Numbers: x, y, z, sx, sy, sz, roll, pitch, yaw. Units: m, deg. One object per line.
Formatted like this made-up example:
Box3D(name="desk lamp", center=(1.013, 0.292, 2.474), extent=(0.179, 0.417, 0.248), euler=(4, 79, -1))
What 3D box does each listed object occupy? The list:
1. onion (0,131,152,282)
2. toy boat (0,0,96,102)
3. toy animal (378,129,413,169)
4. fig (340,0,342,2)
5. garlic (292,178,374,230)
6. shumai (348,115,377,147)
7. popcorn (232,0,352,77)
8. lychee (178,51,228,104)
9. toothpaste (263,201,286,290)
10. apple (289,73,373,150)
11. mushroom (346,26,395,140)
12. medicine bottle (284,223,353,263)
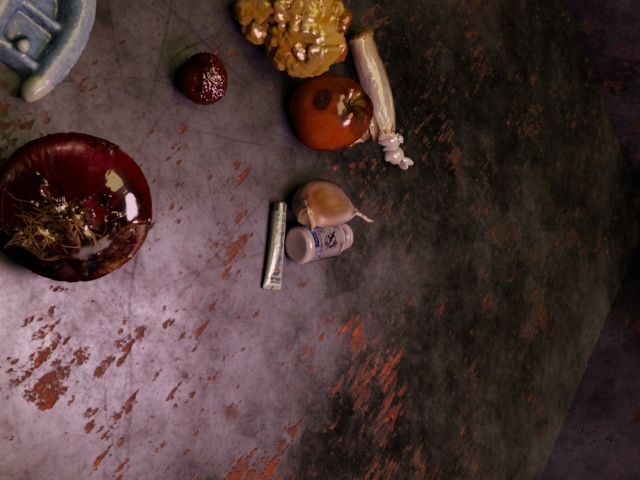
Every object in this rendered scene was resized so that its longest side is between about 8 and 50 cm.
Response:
Box3D(name="onion", center=(-0.486, -0.072, 1.426), extent=(0.314, 0.232, 0.314), euler=(-4, 116, -8))
Box3D(name="toy boat", center=(-0.565, -0.453, 1.451), extent=(0.215, 0.123, 0.330), euler=(40, 62, -35))
Box3D(name="toy animal", center=(0.239, -0.287, 2.285), extent=(0.071, 0.085, 0.124), euler=(-44, 125, -57))
Box3D(name="fig", center=(-0.052, -0.697, 1.989), extent=(0.257, 0.159, 0.159), euler=(-6, 92, -26))
Box3D(name="garlic", center=(0.026, -0.103, 2.004), extent=(0.266, 0.128, 0.148), euler=(-9, 86, -36))
Box3D(name="shumai", center=(0.103, -0.343, 2.134), extent=(0.116, 0.145, 0.145), euler=(-24, 109, -3))
Box3D(name="popcorn", center=(-0.066, -0.570, 1.868), extent=(0.332, 0.265, 0.225), euler=(20, 31, -20))
Box3D(name="lychee", center=(-0.281, -0.397, 1.737), extent=(0.123, 0.123, 0.129), euler=(51, 46, -30))
Box3D(name="toothpaste", center=(-0.120, 0.015, 1.927), extent=(0.062, 0.039, 0.239), euler=(9, 83, -40))
Box3D(name="apple", center=(0.035, -0.360, 1.985), extent=(0.230, 0.230, 0.230), euler=(4, 85, -45))
Box3D(name="mushroom", center=(0.161, -0.480, 2.196), extent=(0.123, 0.095, 0.351), euler=(-39, 113, -68))
Box3D(name="medicine bottle", center=(0.000, 0.000, 1.999), extent=(0.191, 0.107, 0.107), euler=(-12, 96, -45))
